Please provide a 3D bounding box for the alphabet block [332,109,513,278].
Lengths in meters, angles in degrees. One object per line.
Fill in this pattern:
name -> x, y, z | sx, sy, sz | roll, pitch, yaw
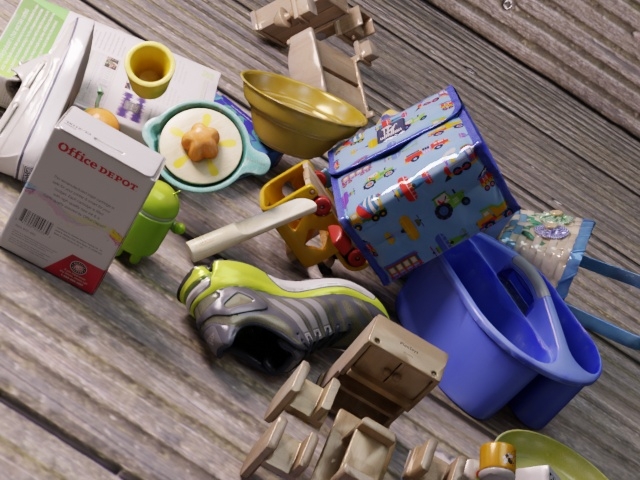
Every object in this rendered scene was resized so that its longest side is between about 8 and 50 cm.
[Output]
alphabet block -> 0.166, -0.065, 1.830 | 0.192, 0.193, 0.197 | 17, 30, -34

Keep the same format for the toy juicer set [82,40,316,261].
toy juicer set -> -0.185, -0.098, 1.489 | 0.329, 0.089, 0.209 | 43, 70, 6

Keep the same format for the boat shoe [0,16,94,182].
boat shoe -> -0.369, -0.195, 1.473 | 0.088, 0.096, 0.268 | 19, 62, -8

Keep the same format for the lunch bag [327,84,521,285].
lunch bag -> 0.132, -0.108, 1.644 | 0.138, 0.221, 0.293 | 54, 12, -31

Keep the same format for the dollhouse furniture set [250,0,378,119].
dollhouse furniture set -> -0.002, -0.317, 2.266 | 0.303, 0.173, 0.356 | 17, 57, -56

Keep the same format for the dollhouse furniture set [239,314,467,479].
dollhouse furniture set -> 0.038, 0.232, 1.271 | 0.212, 0.161, 0.242 | 31, 47, -5

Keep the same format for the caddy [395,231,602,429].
caddy -> 0.265, 0.112, 1.650 | 0.241, 0.179, 0.341 | 16, 30, -35

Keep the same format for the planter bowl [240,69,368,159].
planter bowl -> -0.040, -0.189, 1.796 | 0.217, 0.090, 0.217 | 20, 19, -7

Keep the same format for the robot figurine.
robot figurine -> -0.218, -0.027, 1.399 | 0.101, 0.115, 0.067 | 26, 27, -14

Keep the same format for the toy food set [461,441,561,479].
toy food set -> 0.219, 0.324, 1.262 | 0.232, 0.111, 0.105 | 48, 39, -42

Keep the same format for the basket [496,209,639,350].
basket -> 0.414, 0.071, 1.867 | 0.288, 0.201, 0.255 | 25, 24, 6

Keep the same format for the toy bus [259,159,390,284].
toy bus -> -0.007, -0.011, 1.632 | 0.202, 0.104, 0.191 | 64, 11, 19

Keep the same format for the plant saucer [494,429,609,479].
plant saucer -> 0.313, 0.346, 1.456 | 0.241, 0.037, 0.241 | 27, 27, -15

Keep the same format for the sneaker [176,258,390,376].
sneaker -> -0.034, 0.115, 1.404 | 0.299, 0.111, 0.121 | 9, 44, -31

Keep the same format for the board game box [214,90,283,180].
board game box -> -0.166, -0.163, 1.784 | 0.160, 0.047, 0.210 | 39, 26, 11

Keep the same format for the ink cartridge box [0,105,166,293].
ink cartridge box -> -0.274, -0.046, 1.298 | 0.127, 0.175, 0.072 | 30, 26, -9

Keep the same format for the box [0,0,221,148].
box -> -0.314, -0.229, 1.644 | 0.322, 0.058, 0.232 | 22, 37, -13
